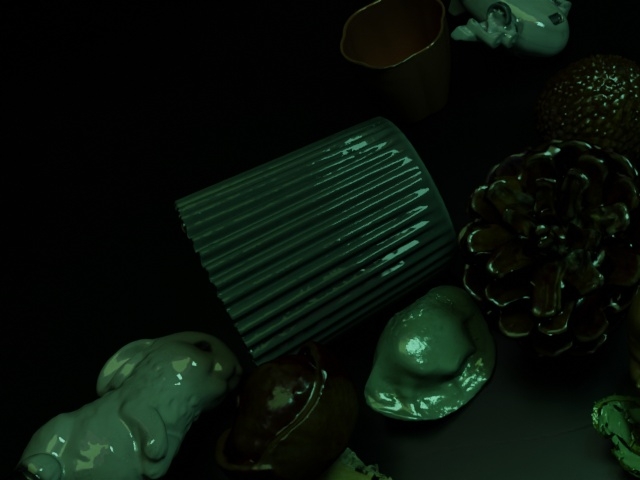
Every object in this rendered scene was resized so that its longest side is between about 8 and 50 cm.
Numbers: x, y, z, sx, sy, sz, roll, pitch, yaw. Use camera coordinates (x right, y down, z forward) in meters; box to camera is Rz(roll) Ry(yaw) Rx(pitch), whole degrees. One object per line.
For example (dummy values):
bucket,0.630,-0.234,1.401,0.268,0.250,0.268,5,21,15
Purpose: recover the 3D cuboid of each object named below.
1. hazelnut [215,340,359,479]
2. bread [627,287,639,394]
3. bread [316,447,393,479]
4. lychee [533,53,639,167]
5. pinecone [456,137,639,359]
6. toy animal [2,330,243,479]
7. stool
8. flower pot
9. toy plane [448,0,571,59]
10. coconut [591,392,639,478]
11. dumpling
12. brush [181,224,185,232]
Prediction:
hazelnut,-0.044,0.235,1.125,0.201,0.170,0.161,-33,84,-25
bread,0.432,0.146,1.013,0.133,0.251,0.174,-49,48,14
bread,0.028,0.366,1.131,0.250,0.039,0.182,26,69,37
lychee,0.413,-0.189,1.300,0.194,0.194,0.195,-13,50,15
pinecone,0.300,0.004,1.135,0.242,0.296,0.299,14,86,13
toy animal,-0.277,0.273,1.270,0.257,0.194,0.357,-12,29,47
stool,0.000,0.000,1.271,0.330,0.297,0.297,-27,48,-4
flower pot,0.148,-0.307,1.514,0.190,0.173,0.191,-13,51,17
toy plane,0.325,-0.399,1.531,0.252,0.118,0.252,5,44,-5
coconut,0.409,0.242,1.035,0.133,0.055,0.158,-16,41,-20
dumpling,0.149,0.151,1.198,0.152,0.108,0.219,20,67,35
brush,-0.163,-0.010,1.507,0.233,0.047,0.103,26,71,38
